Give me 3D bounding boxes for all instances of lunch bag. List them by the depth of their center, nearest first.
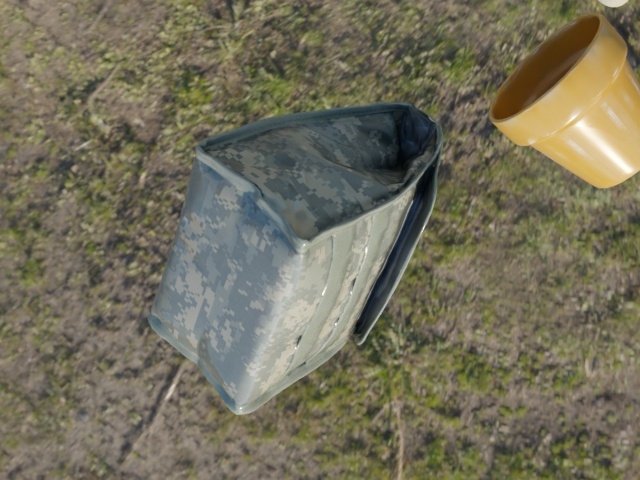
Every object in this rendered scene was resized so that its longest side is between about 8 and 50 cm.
[{"bbox_3d":[0.000,0.000,0.875,0.169,0.287,0.235,41,132,21],"label":"lunch bag"}]

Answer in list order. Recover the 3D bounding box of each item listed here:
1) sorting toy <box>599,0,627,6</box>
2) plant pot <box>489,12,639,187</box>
[{"bbox_3d":[0.276,-0.370,1.011,0.208,0.193,0.038,41,82,18],"label":"sorting toy"},{"bbox_3d":[0.378,-0.183,1.255,0.188,0.205,0.205,41,119,-14],"label":"plant pot"}]
